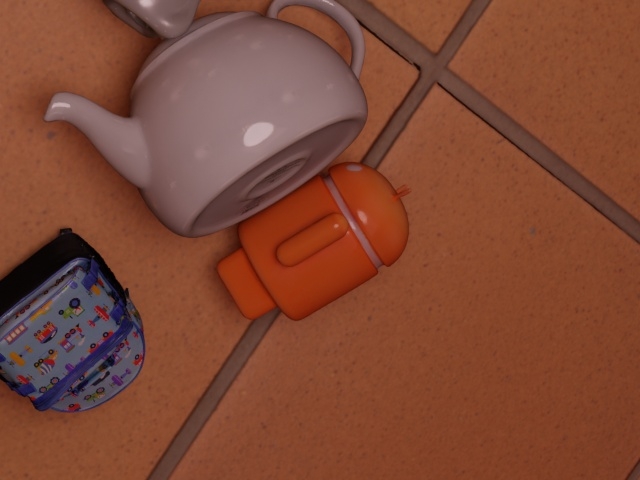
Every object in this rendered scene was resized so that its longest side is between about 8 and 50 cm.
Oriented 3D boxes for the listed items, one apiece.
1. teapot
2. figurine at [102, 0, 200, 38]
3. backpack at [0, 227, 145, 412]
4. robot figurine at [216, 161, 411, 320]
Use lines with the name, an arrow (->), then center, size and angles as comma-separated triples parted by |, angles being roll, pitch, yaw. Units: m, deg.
teapot -> -0.088, -0.137, 1.187 | 0.253, 0.256, 0.187 | -35, 81, 16
figurine -> -0.159, -0.318, 1.107 | 0.215, 0.092, 0.209 | 36, 84, -6
backpack -> -0.252, 0.103, 1.234 | 0.158, 0.117, 0.173 | -37, 123, -9
robot figurine -> 0.000, -0.001, 1.301 | 0.219, 0.128, 0.158 | -31, 140, 4
